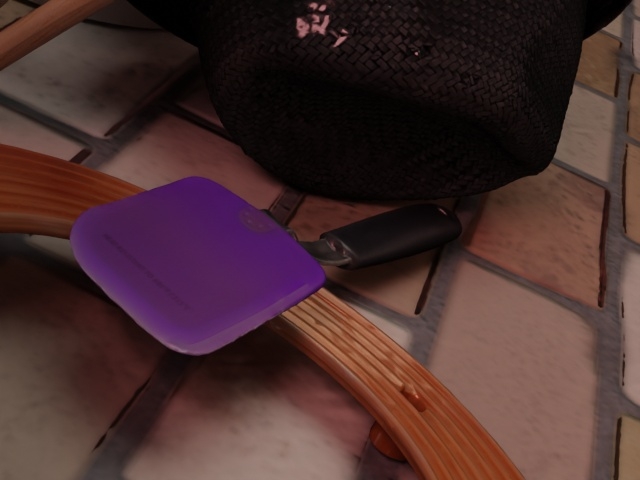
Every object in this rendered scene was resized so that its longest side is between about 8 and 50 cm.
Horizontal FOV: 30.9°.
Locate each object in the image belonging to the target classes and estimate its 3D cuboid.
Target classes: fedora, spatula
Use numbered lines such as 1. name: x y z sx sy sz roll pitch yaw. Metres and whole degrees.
1. fedora: 0.039 -0.113 0.658 0.334 0.334 0.152 9 67 -25
2. spatula: 0.000 0.000 0.546 0.084 0.030 0.296 38 20 21

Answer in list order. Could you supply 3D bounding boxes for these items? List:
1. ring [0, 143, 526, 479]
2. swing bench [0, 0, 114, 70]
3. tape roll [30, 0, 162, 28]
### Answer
1. ring: -0.053 0.068 0.396 0.336 0.032 0.336 27 20 -11
2. swing bench: -0.150 -0.196 0.497 0.165 0.253 0.254 48 35 -32
3. tape roll: -0.153 -0.279 0.813 0.246 0.169 0.246 18 29 -10
